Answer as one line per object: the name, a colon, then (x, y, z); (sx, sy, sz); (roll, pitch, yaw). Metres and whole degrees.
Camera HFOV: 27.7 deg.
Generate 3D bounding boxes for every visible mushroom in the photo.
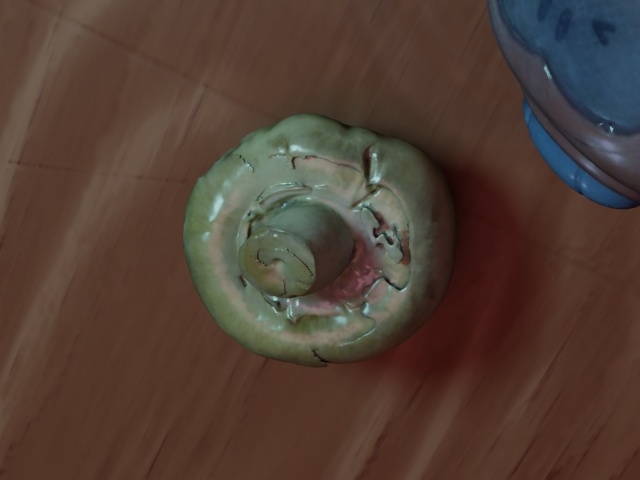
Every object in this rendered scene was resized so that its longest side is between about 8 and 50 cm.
mushroom: (0.000, 0.000, 0.729); (0.154, 0.122, 0.154); (4, 104, 15)

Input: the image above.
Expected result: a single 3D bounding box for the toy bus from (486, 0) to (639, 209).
toy bus: (0.198, -0.114, 0.553); (0.197, 0.294, 0.232); (56, 133, 32)
